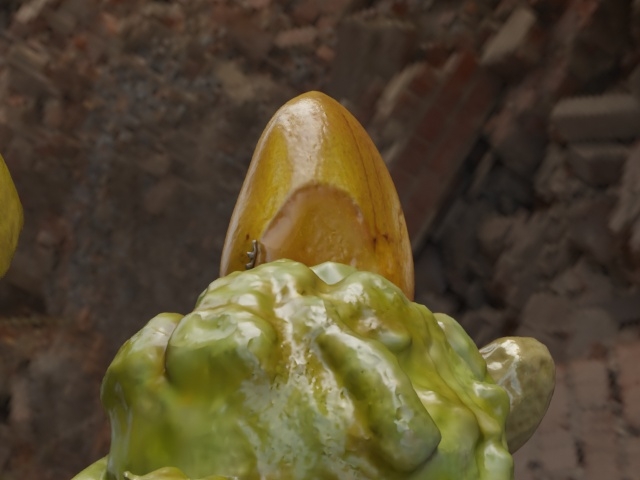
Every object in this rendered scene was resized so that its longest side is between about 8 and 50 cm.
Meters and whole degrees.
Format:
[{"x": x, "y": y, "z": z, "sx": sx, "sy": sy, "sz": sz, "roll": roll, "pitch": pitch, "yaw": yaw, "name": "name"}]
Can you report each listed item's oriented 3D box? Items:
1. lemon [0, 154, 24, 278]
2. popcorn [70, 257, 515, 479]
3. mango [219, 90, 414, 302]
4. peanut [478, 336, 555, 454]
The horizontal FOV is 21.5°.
[{"x": -0.472, "y": -0.042, "z": 1.509, "sx": 0.364, "sy": 0.364, "sz": 0.364, "roll": -41, "pitch": 32, "yaw": 33, "name": "lemon"}, {"x": -0.008, "y": 0.146, "z": 1.066, "sx": 0.274, "sy": 0.335, "sz": 0.279, "roll": -15, "pitch": 48, "yaw": 35, "name": "popcorn"}, {"x": 0.000, "y": 0.000, "z": 1.469, "sx": 0.138, "sy": 0.187, "sz": 0.257, "roll": -19, "pitch": 58, "yaw": 53, "name": "mango"}, {"x": 0.142, "y": 0.192, "z": 1.783, "sx": 0.274, "sy": 0.125, "sz": 0.111, "roll": -35, "pitch": 26, "yaw": -23, "name": "peanut"}]
